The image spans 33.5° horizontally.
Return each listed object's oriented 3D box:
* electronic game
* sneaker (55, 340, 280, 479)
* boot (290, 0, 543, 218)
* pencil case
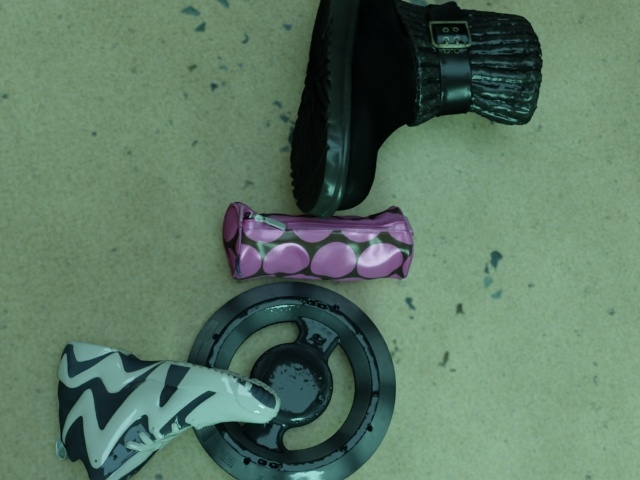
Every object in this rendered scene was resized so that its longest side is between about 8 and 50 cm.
[{"bbox_3d":[-0.032,0.156,1.146,0.229,0.048,0.229,2,73,-6],"label":"electronic game"},{"bbox_3d":[-0.163,0.194,1.064,0.235,0.094,0.153,10,84,8],"label":"sneaker"},{"bbox_3d":[0.115,-0.152,1.178,0.260,0.131,0.348,15,55,-10],"label":"boot"},{"bbox_3d":[0.000,0.000,1.164,0.209,0.098,0.095,-1,48,-16],"label":"pencil case"}]
